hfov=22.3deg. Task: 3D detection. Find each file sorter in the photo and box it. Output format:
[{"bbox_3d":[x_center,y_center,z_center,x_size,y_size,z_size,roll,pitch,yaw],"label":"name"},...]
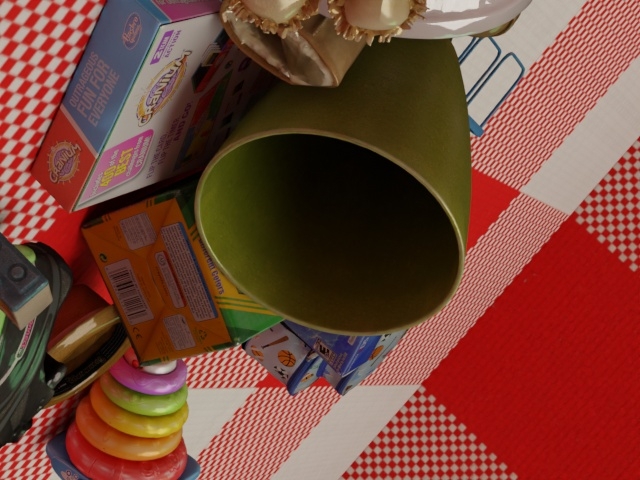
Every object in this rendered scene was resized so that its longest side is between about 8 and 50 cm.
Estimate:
[{"bbox_3d":[0.152,-0.226,1.992,0.104,0.170,0.118,-51,162,5],"label":"file sorter"}]

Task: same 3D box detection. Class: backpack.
[{"bbox_3d":[0.021,0.101,2.368,0.263,0.213,0.276,-46,169,35],"label":"backpack"}]

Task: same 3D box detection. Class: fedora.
[{"bbox_3d":[-0.290,0.112,1.855,0.194,0.079,0.194,-37,164,-12],"label":"fedora"}]

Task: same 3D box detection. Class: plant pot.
[{"bbox_3d":[0.045,-0.100,1.684,0.274,0.275,0.293,114,-2,-47],"label":"plant pot"}]

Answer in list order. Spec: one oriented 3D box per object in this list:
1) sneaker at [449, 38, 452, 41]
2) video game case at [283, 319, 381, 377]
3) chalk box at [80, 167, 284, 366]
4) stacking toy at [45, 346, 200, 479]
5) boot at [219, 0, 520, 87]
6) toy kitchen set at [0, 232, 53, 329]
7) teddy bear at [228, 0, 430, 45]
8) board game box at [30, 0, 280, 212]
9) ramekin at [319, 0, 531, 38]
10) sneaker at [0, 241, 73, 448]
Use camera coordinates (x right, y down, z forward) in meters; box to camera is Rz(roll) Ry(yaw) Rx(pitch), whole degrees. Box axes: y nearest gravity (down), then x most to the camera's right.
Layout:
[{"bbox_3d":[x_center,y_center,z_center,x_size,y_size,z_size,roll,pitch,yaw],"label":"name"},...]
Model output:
[{"bbox_3d":[0.100,-0.328,1.813,0.087,0.130,0.227,0,103,-60],"label":"sneaker"},{"bbox_3d":[0.000,0.000,2.006,0.061,0.244,0.269,-29,155,-41],"label":"video game case"},{"bbox_3d":[-0.083,-0.002,1.819,0.179,0.180,0.289,-15,-170,46],"label":"chalk box"},{"bbox_3d":[-0.227,0.187,2.090,0.166,0.175,0.301,-27,143,-53],"label":"stacking toy"},{"bbox_3d":[0.055,-0.222,1.591,0.269,0.236,0.089,-55,177,-46],"label":"boot"},{"bbox_3d":[-0.364,0.048,1.396,0.207,0.166,0.122,-42,162,-15],"label":"toy kitchen set"},{"bbox_3d":[0.015,-0.329,1.349,0.245,0.338,0.113,-11,-176,4],"label":"teddy bear"},{"bbox_3d":[-0.125,-0.170,1.645,0.316,0.064,0.242,-23,151,-52],"label":"board game box"},{"bbox_3d":[0.083,-0.314,1.508,0.273,0.273,0.127,-33,147,-37],"label":"ramekin"},{"bbox_3d":[-0.365,0.190,1.681,0.202,0.185,0.482,-22,151,-45],"label":"sneaker"}]
